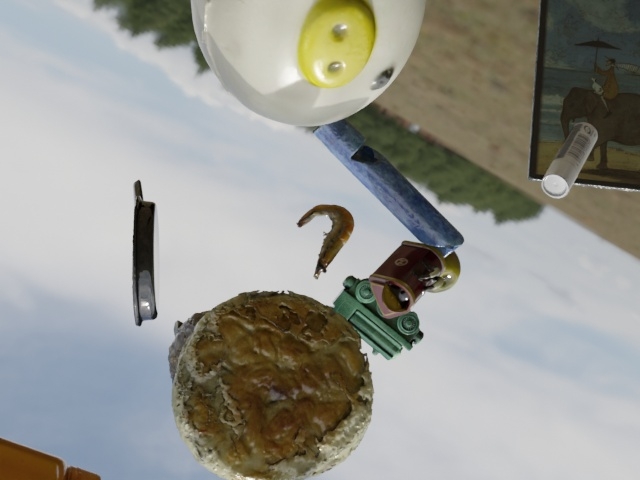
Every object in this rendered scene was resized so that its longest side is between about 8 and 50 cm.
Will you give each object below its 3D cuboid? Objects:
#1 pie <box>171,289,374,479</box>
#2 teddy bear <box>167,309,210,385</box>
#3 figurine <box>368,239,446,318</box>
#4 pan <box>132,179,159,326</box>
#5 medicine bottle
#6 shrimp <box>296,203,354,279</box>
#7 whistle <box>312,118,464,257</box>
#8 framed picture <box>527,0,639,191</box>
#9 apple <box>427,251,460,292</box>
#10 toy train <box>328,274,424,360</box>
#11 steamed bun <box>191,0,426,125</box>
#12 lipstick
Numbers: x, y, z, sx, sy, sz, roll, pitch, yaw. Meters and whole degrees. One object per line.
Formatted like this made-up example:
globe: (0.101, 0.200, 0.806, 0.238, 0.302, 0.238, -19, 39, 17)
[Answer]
pie: (-0.060, 0.195, 1.538, 0.274, 0.274, 0.055, 29, 164, -1)
teddy bear: (-0.134, 0.161, 1.758, 0.190, 0.177, 0.140, -4, -152, -38)
figurine: (0.148, 0.069, 1.894, 0.098, 0.082, 0.154, -2, -151, 37)
pan: (-0.187, -0.005, 1.254, 0.028, 0.136, 0.235, -2, -149, -8)
medicine bottle: (-0.449, 0.361, 1.740, 0.222, 0.112, 0.149, 25, 164, -20)
shrimp: (0.000, 0.000, 1.796, 0.091, 0.127, 0.025, 11, 156, 20)
whistle: (0.112, -0.090, 1.916, 0.304, 0.062, 0.062, 45, -174, -6)
framed picture: (0.459, -0.241, 1.805, 0.265, 0.347, 0.016, 7, 164, 3)
apple: (0.200, 0.047, 2.036, 0.089, 0.089, 0.074, 24, -161, -37)
toy train: (0.094, 0.138, 2.032, 0.170, 0.111, 0.071, 39, -178, -2)
steamed bun: (-0.013, -0.338, 1.555, 0.334, 0.374, 0.334, 5, -141, -4)
lipstick: (0.341, -0.112, 1.593, 0.040, 0.040, 0.141, 30, -133, 7)
